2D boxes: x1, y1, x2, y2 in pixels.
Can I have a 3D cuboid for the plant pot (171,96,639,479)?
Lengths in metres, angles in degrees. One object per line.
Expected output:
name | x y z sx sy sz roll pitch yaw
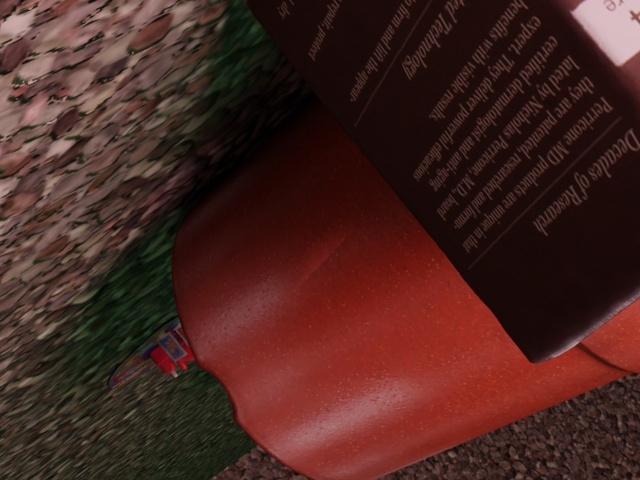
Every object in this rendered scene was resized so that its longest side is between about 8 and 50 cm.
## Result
plant pot | 0.075 -0.004 0.780 0.265 0.272 0.272 -34 175 29

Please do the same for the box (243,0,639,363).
box | 0.106 -0.096 0.523 0.168 0.203 0.167 -35 170 -25

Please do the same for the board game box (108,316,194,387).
board game box | -0.106 0.088 1.183 0.169 0.033 0.133 -31 169 -37
